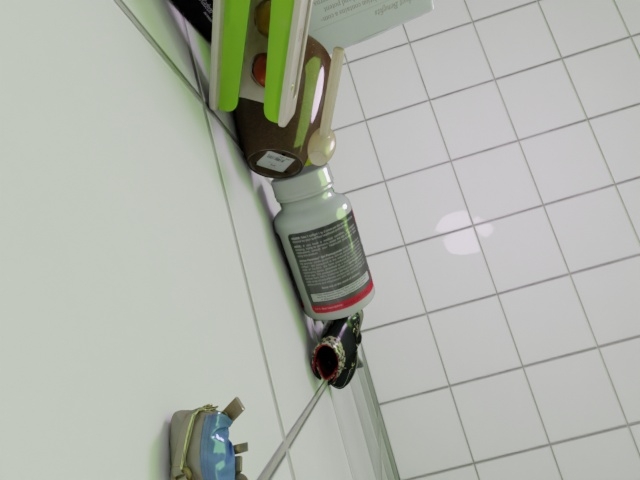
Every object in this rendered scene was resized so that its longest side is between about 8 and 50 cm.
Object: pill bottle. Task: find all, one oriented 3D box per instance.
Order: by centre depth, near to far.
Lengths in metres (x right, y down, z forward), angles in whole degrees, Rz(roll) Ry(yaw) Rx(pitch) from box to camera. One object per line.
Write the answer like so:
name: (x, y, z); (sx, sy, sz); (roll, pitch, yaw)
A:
pill bottle: (0.000, 0.000, 0.944); (0.176, 0.176, 0.319); (-93, 166, -72)

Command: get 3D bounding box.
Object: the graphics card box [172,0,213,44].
graphics card box: (-0.207, -0.471, 0.646); (0.371, 0.094, 0.233); (-77, 150, -83)

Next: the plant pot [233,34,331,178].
plant pot: (-0.083, -0.249, 0.842); (0.215, 0.215, 0.231); (64, 26, -66)

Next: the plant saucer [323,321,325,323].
plant saucer: (0.016, 0.077, 1.385); (0.400, 0.100, 0.401); (-16, 90, -86)

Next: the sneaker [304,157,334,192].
sneaker: (-0.012, -0.178, 1.401); (0.295, 0.123, 0.110); (107, -18, -70)

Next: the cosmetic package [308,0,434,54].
cosmetic package: (0.002, -0.661, 0.961); (0.327, 0.329, 0.394); (48, -19, 57)

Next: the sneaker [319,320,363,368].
sneaker: (0.059, 0.249, 1.166); (0.297, 0.110, 0.129); (82, 8, -53)

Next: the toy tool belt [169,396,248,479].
toy tool belt: (-0.072, 0.153, 0.287); (0.052, 0.051, 0.083); (66, 9, -58)

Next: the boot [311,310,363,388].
boot: (0.030, 0.275, 0.966); (0.178, 0.085, 0.237); (-43, 144, -61)

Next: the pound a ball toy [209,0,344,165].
pound a ball toy: (-0.047, -0.300, 0.653); (0.136, 0.208, 0.319); (-75, 179, -53)
